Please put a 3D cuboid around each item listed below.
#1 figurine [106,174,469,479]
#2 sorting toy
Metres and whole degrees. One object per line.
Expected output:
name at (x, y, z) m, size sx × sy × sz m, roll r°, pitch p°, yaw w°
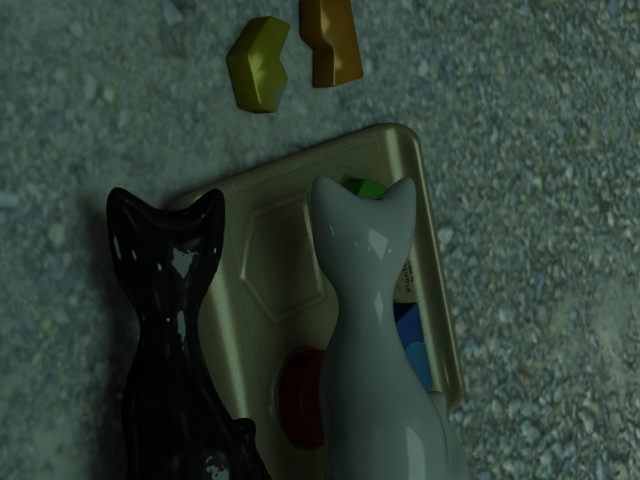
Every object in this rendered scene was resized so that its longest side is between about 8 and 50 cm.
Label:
figurine at (-0.022, 0.065, 1.118) m, size 0.215 × 0.092 × 0.209 m, roll -6°, pitch 90°, yaw -27°
sorting toy at (0.000, 0.000, 1.216) m, size 0.229 × 0.041 × 0.307 m, roll -22°, pitch 105°, yaw -46°
